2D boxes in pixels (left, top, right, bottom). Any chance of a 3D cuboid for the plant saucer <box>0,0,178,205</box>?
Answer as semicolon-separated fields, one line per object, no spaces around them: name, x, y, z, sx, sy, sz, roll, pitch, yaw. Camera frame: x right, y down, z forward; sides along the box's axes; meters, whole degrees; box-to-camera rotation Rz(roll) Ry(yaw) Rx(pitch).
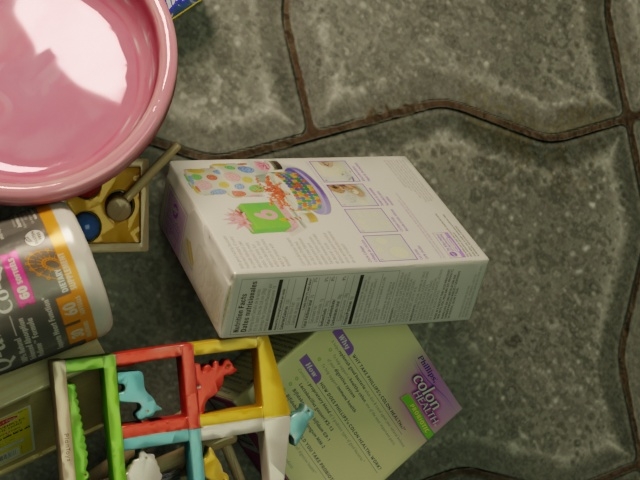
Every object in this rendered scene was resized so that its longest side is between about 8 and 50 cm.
plant saucer;-0.323;-0.190;1.635;0.332;0.084;0.332;1;74;-3

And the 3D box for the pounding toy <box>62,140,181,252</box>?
pounding toy;-0.245;-0.052;1.728;0.141;0.100;0.130;-1;93;-25

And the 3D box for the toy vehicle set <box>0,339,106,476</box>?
toy vehicle set;-0.364;0.213;1.657;0.267;0.166;0.035;-24;62;-23

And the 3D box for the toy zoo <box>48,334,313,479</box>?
toy zoo;-0.148;0.210;1.646;0.293;0.030;0.192;-6;93;-21

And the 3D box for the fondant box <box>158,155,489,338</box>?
fondant box;0.000;0.000;1.769;0.330;0.238;0.096;-2;125;-26

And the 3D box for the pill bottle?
pill bottle;-0.377;0.074;1.583;0.278;0.162;0.162;-22;102;-14

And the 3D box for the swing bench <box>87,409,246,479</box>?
swing bench;-0.193;0.373;1.739;0.254;0.165;0.253;-27;104;-22

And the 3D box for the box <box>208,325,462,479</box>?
box;0.015;0.199;1.856;0.243;0.117;0.213;-40;108;-18

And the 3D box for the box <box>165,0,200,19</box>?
box;-0.212;-0.276;1.759;0.169;0.054;0.059;-37;107;-19
